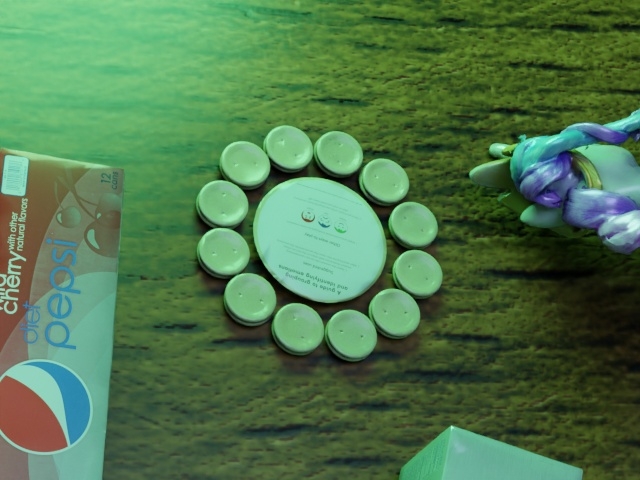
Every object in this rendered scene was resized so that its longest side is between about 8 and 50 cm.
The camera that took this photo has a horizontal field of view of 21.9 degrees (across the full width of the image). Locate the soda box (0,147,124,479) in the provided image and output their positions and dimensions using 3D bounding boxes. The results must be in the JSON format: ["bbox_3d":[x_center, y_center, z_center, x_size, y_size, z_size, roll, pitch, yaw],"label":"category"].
[{"bbox_3d":[-0.176,0.081,1.013,0.083,0.092,0.263,10,60,-16],"label":"soda box"}]

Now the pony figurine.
[{"bbox_3d":[0.328,-0.003,1.171,0.363,0.303,0.351,-8,34,-20],"label":"pony figurine"}]

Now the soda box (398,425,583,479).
[{"bbox_3d":[0.083,0.266,1.010,0.098,0.091,0.286,20,58,-10],"label":"soda box"}]

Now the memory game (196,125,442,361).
[{"bbox_3d":[0.000,0.000,1.169,0.186,0.012,0.186,9,61,-17],"label":"memory game"}]
